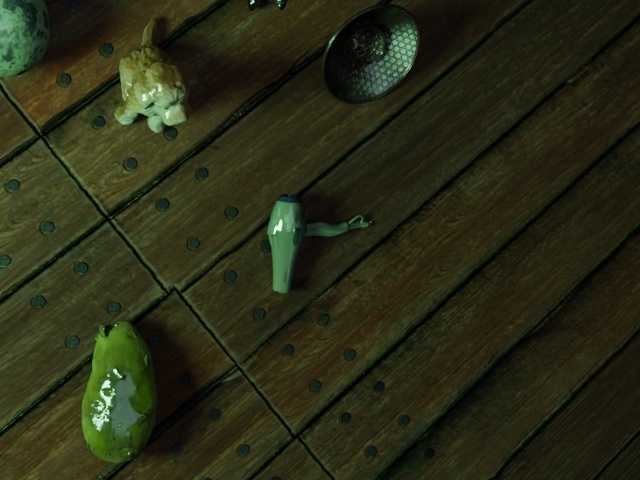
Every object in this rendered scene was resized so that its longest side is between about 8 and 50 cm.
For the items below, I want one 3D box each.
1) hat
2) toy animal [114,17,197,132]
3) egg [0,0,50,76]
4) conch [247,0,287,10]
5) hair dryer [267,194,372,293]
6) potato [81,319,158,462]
[{"bbox_3d":[0.071,-0.337,1.565,0.193,0.082,0.193,-21,140,-19],"label":"hat"},{"bbox_3d":[-0.249,-0.266,1.389,0.104,0.185,0.184,5,90,-19],"label":"toy animal"},{"bbox_3d":[-0.466,-0.326,1.335,0.132,0.132,0.172,1,80,-20],"label":"egg"},{"bbox_3d":[-0.046,-0.519,1.467,0.240,0.186,0.313,38,98,9],"label":"conch"},{"bbox_3d":[-0.012,0.017,1.571,0.199,0.067,0.167,15,96,-35],"label":"hair dryer"},{"bbox_3d":[-0.317,0.239,1.434,0.117,0.090,0.226,2,85,-14],"label":"potato"}]
